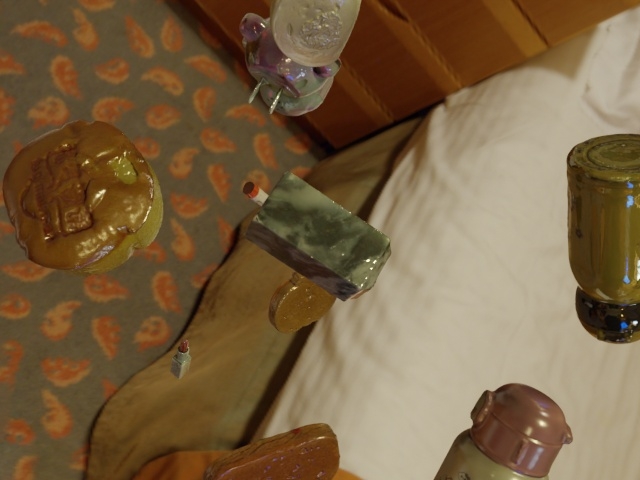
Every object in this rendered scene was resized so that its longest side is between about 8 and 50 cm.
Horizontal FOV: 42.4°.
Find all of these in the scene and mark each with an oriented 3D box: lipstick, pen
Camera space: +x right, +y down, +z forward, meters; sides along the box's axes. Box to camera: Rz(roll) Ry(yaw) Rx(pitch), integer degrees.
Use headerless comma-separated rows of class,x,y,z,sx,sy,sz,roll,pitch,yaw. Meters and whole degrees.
lipstick,-0.289,0.241,1.727,0.030,0.129,0.030,37,50,14
pen,-0.060,-0.037,1.489,0.239,0.028,0.028,40,53,-45

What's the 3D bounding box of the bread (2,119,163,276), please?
bread,-0.407,-0.068,1.421,0.270,0.148,0.269,-2,71,5

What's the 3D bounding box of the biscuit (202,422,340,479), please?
biscuit,-0.089,0.458,1.595,0.277,0.262,0.052,-20,47,-5

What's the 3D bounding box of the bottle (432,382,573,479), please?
bottle,0.173,0.259,0.857,0.110,0.110,0.233,14,107,-35

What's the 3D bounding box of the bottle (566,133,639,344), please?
bottle,0.492,0.012,1.366,0.171,0.172,0.351,-36,130,-39

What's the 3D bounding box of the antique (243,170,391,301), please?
antique,0.000,0.000,1.104,0.183,0.088,0.086,34,69,-5

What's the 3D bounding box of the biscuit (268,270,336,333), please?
biscuit,-0.038,0.109,1.699,0.170,0.170,0.050,-10,40,-40

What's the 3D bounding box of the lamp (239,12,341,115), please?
lamp,-0.084,-0.392,1.935,0.247,0.301,0.247,31,78,5

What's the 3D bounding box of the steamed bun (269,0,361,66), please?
steamed bun,-0.012,-0.462,1.540,0.155,0.250,0.199,10,58,-12
